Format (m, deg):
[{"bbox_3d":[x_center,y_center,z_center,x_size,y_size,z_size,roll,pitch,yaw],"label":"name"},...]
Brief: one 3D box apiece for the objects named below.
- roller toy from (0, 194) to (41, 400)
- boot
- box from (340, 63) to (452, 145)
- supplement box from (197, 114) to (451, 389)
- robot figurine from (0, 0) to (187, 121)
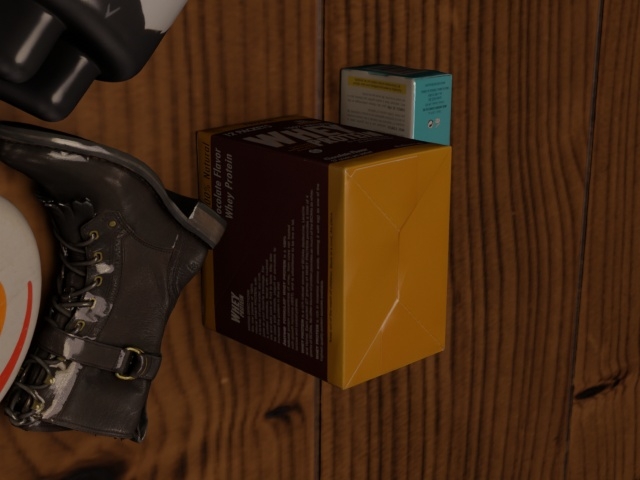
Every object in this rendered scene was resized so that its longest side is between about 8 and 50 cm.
[{"bbox_3d":[-0.293,0.039,0.741,0.191,0.146,0.209,48,61,-70],"label":"roller toy"},{"bbox_3d":[-0.194,0.045,0.904,0.263,0.091,0.229,32,79,-46],"label":"boot"},{"bbox_3d":[0.073,-0.049,1.128,0.060,0.100,0.244,-15,112,-42],"label":"box"},{"bbox_3d":[0.000,0.000,1.004,0.129,0.194,0.191,-15,113,-41],"label":"supplement box"},{"bbox_3d":[-0.159,-0.224,0.795,0.173,0.209,0.278,35,76,-17],"label":"robot figurine"}]
